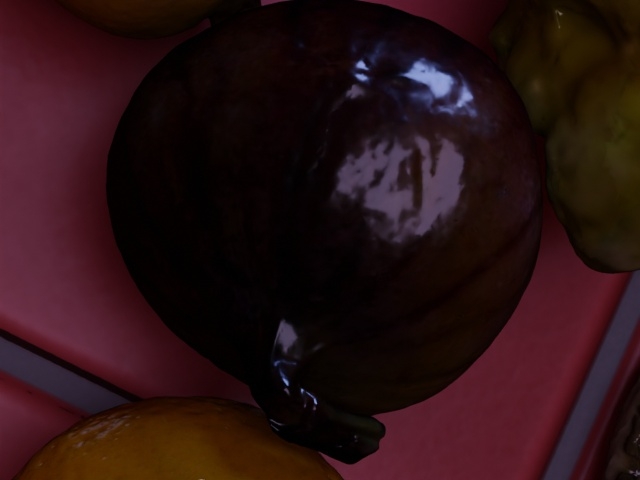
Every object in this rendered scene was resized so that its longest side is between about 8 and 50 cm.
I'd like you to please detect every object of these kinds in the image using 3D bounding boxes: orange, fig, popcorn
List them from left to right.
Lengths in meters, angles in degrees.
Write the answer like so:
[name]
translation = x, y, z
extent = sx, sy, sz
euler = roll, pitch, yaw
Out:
[orange]
translation = -0.075, 0.190, 0.820
extent = 0.219, 0.193, 0.219
euler = 4, 82, -33
[fig]
translation = 0.003, -0.014, 0.829
extent = 0.214, 0.235, 0.235
euler = -31, 96, -50
[popcorn]
translation = 0.264, -0.146, 0.886
extent = 0.334, 0.293, 0.292
euler = -6, 68, -13

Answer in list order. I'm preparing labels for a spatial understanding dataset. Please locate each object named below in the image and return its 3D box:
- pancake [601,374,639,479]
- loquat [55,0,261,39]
[pancake]
translation = 0.338, 0.200, 0.987
extent = 0.382, 0.071, 0.382
euler = 3, 78, -13
[loquat]
translation = -0.080, -0.207, 0.833
extent = 0.208, 0.208, 0.208
euler = 1, 86, -16
